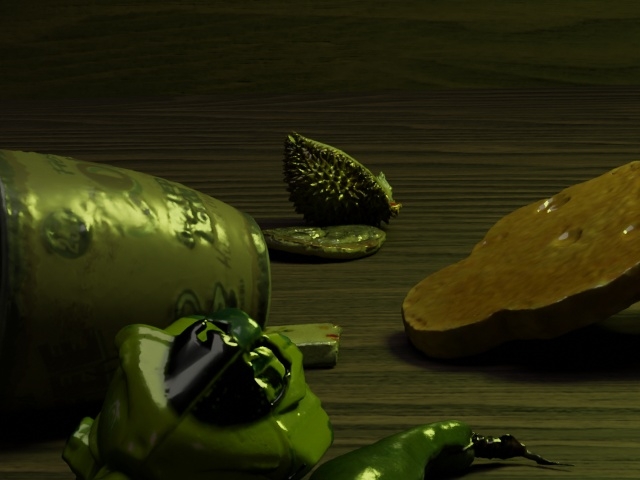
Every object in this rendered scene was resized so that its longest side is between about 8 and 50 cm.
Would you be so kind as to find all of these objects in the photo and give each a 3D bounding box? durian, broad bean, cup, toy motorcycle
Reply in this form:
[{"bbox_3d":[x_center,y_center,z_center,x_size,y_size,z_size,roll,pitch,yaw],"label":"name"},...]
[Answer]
[{"bbox_3d":[0.033,-0.053,2.279,0.146,0.102,0.208,34,-7,-42],"label":"durian"},{"bbox_3d":[0.052,0.169,1.281,0.098,0.056,0.318,6,12,38],"label":"broad bean"},{"bbox_3d":[-0.200,0.049,1.623,0.257,0.227,0.301,5,-9,-26],"label":"cup"},{"bbox_3d":[-0.084,0.124,1.190,0.206,0.142,0.342,-43,-4,13],"label":"toy motorcycle"}]

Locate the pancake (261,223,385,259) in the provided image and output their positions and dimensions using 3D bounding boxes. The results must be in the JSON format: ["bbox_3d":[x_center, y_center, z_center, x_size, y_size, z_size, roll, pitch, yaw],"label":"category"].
[{"bbox_3d":[0.000,0.000,2.189,0.158,0.028,0.158,0,10,0],"label":"pancake"}]

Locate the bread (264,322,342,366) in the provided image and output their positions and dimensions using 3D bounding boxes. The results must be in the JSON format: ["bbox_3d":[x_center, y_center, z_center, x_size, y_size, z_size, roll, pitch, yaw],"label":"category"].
[{"bbox_3d":[-0.057,0.099,1.712,0.154,0.028,0.068,-3,13,3],"label":"bread"}]

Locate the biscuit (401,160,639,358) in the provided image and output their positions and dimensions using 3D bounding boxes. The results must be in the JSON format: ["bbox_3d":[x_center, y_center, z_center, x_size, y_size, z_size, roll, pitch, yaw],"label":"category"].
[{"bbox_3d":[0.252,0.010,1.737,0.376,0.051,0.269,-26,20,3],"label":"biscuit"}]
